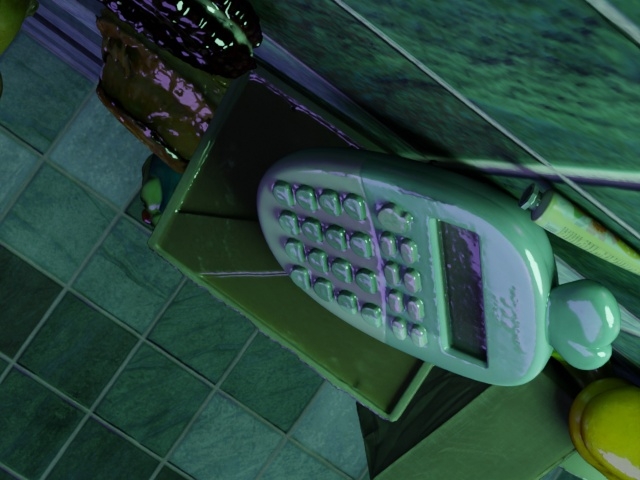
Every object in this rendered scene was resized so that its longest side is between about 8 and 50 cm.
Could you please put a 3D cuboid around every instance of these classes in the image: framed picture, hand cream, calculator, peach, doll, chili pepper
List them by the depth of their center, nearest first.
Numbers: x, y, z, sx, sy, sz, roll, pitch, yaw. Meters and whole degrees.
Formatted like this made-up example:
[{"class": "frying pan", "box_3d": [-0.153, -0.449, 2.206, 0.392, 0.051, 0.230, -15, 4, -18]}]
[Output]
[{"class": "hand cream", "box_3d": [0.161, -0.001, 0.716, 0.102, 0.022, 0.035, 30, 178, -11]}, {"class": "calculator", "box_3d": [0.079, 0.019, 0.890, 0.298, 0.041, 0.186, 18, 138, 30]}, {"class": "framed picture", "box_3d": [0.000, 0.000, 1.000, 0.265, 0.192, 0.018, 35, -162, 12]}, {"class": "peach", "box_3d": [0.332, 0.204, 1.243, 0.179, 0.103, 0.179, 26, 173, 4]}, {"class": "chili pepper", "box_3d": [0.260, 0.119, 1.273, 0.201, 0.052, 0.050, 31, -147, -51]}, {"class": "doll", "box_3d": [-0.148, -0.074, 1.758, 0.322, 0.186, 0.199, -53, -61, -76]}]

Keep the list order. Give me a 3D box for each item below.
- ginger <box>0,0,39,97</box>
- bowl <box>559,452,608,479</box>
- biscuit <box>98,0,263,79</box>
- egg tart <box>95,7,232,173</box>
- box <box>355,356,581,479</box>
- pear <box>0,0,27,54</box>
[{"class": "ginger", "box_3d": [-0.512, -0.331, 1.536, 0.176, 0.256, 0.375, -6, 130, 46]}, {"class": "bowl", "box_3d": [0.336, 0.230, 1.499, 0.211, 0.112, 0.211, 27, 180, 0]}, {"class": "biscuit", "box_3d": [-0.117, -0.173, 0.788, 0.194, 0.053, 0.194, 36, 178, 1]}, {"class": "egg tart", "box_3d": [-0.151, -0.141, 1.268, 0.241, 0.106, 0.241, 39, 173, 6]}, {"class": "box", "box_3d": [0.178, 0.198, 1.406, 0.149, 0.231, 0.155, 40, -159, -25]}, {"class": "pear", "box_3d": [-0.434, -0.292, 1.391, 0.197, 0.197, 0.197, 35, 178, 2]}]
